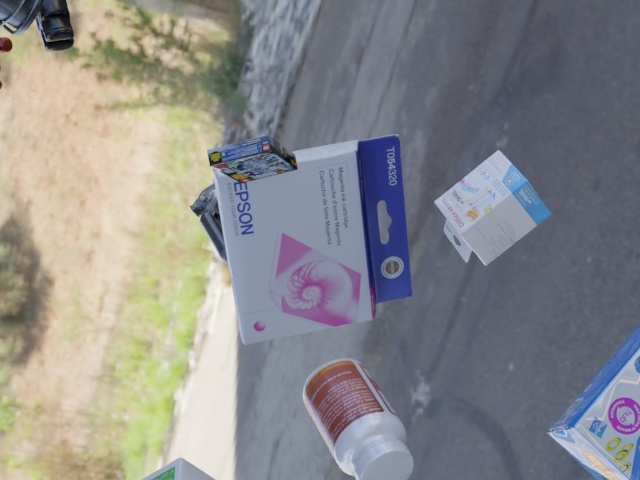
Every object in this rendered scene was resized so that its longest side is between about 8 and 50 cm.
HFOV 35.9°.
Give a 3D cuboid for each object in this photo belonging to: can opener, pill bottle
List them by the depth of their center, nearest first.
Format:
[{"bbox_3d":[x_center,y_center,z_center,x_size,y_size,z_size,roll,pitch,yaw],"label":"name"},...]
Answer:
[{"bbox_3d":[0.062,0.296,1.572,0.216,0.121,0.121,55,133,51],"label":"pill bottle"},{"bbox_3d":[-0.183,-0.026,1.927,0.076,0.095,0.283,-41,34,2],"label":"can opener"}]

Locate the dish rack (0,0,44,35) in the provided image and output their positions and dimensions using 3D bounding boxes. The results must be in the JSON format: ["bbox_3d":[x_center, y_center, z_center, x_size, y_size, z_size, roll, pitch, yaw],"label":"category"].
[{"bbox_3d":[-0.313,-0.269,0.920,0.271,0.074,0.208,-10,58,52],"label":"dish rack"}]

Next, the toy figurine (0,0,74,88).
[{"bbox_3d":[-0.432,-0.292,1.211,0.213,0.209,0.148,-25,76,24],"label":"toy figurine"}]

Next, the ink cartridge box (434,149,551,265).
[{"bbox_3d":[0.248,-0.042,1.467,0.143,0.090,0.092,-39,41,7],"label":"ink cartridge box"}]

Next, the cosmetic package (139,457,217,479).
[{"bbox_3d":[-0.253,0.570,1.607,0.197,0.155,0.365,-33,33,21],"label":"cosmetic package"}]

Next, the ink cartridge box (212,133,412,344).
[{"bbox_3d":[0.000,0.000,1.711,0.071,0.330,0.324,-117,18,-65],"label":"ink cartridge box"}]

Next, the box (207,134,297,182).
[{"bbox_3d":[-0.097,-0.117,1.441,0.137,0.094,0.027,24,-125,-73],"label":"box"}]

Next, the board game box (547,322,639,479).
[{"bbox_3d":[0.467,0.203,1.088,0.308,0.302,0.086,-46,-5,-14],"label":"board game box"}]
